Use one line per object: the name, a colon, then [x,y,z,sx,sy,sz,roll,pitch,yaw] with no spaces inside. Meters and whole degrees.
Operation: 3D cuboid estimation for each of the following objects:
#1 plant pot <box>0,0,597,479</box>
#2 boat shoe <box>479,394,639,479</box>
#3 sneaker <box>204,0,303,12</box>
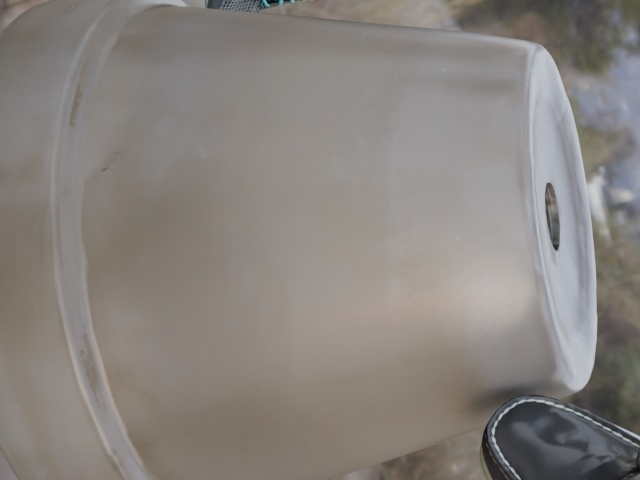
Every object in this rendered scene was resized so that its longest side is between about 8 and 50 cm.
plant pot: [0.000,0.000,0.783,0.323,0.280,0.323,-8,90,-71]
boat shoe: [0.159,0.131,0.616,0.223,0.080,0.073,39,-20,35]
sneaker: [-0.021,-0.226,1.159,0.076,0.166,0.065,55,4,33]
